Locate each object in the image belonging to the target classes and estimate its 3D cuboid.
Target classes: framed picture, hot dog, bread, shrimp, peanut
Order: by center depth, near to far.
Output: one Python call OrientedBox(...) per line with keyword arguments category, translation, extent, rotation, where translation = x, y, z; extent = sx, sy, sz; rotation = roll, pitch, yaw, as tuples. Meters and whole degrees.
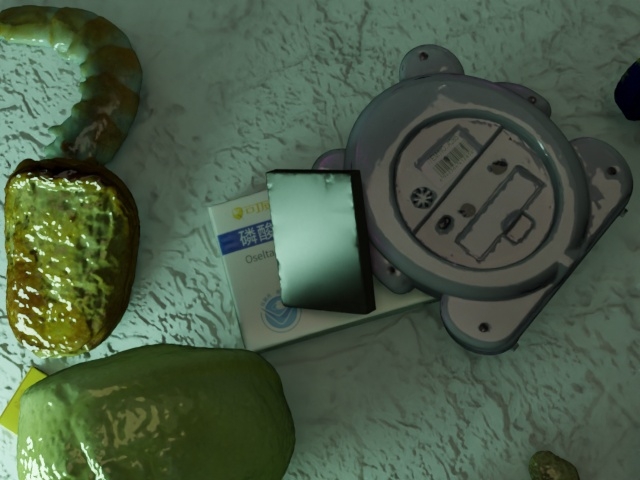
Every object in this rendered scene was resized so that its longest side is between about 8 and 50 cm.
OrientedBox(category="bread", translation=(-0.188, 0.240, 1.344), extent=(0.320, 0.320, 0.237), rotation=(-16, 85, 2))
OrientedBox(category="framed picture", translation=(0.000, 0.000, 1.381), extent=(0.127, 0.023, 0.169), rotation=(3, 107, 37))
OrientedBox(category="peanut", translation=(0.297, 0.302, 1.415), extent=(0.054, 0.054, 0.113), rotation=(-39, 81, -2))
OrientedBox(category="hot dog", translation=(-0.323, 0.019, 1.493), extent=(0.175, 0.114, 0.259), rotation=(8, 107, 1))
OrientedBox(category="shrimp", translation=(-0.335, -0.221, 1.563), extent=(0.185, 0.068, 0.287), rotation=(-34, 78, 0))

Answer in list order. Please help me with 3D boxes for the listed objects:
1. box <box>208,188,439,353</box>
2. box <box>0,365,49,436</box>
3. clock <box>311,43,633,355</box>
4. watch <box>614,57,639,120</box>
OrientedBox(category="box", translation=(0.047, 0.004, 1.485), extent=(0.343, 0.065, 0.200), rotation=(-16, 78, 2))
OrientedBox(category="box", translation=(-0.329, 0.237, 1.501), extent=(0.155, 0.023, 0.087), rotation=(30, 87, 10))
OrientedBox(category="clock", translation=(0.173, -0.057, 1.395), extent=(0.322, 0.113, 0.295), rotation=(39, 85, 12))
OrientedBox(category="watch", translation=(0.466, -0.145, 1.412), extent=(0.171, 0.196, 0.200), rotation=(-24, 71, 11))
